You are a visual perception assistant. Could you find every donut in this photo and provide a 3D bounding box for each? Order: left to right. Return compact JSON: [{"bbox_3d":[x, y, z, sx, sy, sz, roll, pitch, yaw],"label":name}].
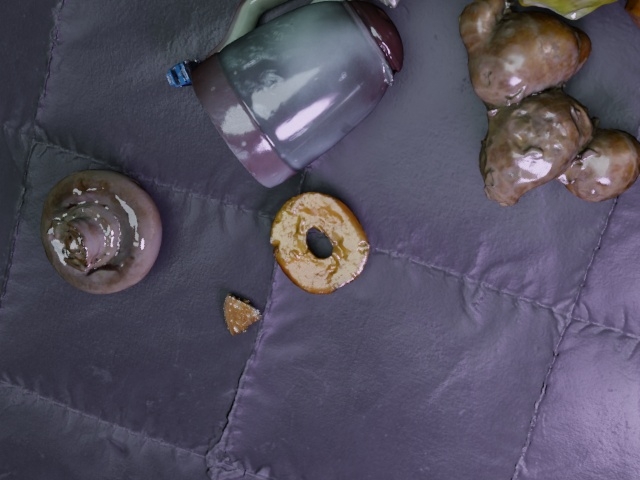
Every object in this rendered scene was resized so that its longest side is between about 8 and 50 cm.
[{"bbox_3d":[0.000,0.000,1.605,0.162,0.065,0.178,-25,94,11],"label":"donut"}]

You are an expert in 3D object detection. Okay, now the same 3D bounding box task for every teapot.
[{"bbox_3d":[-0.033,-0.293,1.493,0.312,0.233,0.315,-32,66,9],"label":"teapot"}]

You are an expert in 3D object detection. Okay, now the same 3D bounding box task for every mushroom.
[{"bbox_3d":[-0.393,-0.017,1.632,0.226,0.178,0.227,1,93,19],"label":"mushroom"}]

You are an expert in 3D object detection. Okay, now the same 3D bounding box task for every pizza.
[{"bbox_3d":[-0.139,0.136,1.682,0.078,0.025,0.083,3,109,17],"label":"pizza"}]

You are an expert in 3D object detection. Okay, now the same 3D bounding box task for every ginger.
[{"bbox_3d":[0.335,-0.216,1.436,0.256,0.176,0.375,-23,94,-2],"label":"ginger"}]

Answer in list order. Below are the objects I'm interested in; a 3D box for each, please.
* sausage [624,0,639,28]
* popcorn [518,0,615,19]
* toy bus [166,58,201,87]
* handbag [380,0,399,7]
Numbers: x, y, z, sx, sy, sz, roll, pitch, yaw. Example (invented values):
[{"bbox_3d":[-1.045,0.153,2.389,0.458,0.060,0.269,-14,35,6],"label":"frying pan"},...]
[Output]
[{"bbox_3d":[0.601,-0.423,1.355,0.328,0.112,0.112,-40,90,17],"label":"sausage"},{"bbox_3d":[0.388,-0.482,1.312,0.312,0.312,0.312,3,102,12],"label":"popcorn"},{"bbox_3d":[-0.228,-0.286,1.588,0.046,0.083,0.038,-20,96,19],"label":"toy bus"},{"bbox_3d":[0.096,-0.553,1.442,0.253,0.109,0.316,33,95,8],"label":"handbag"}]
